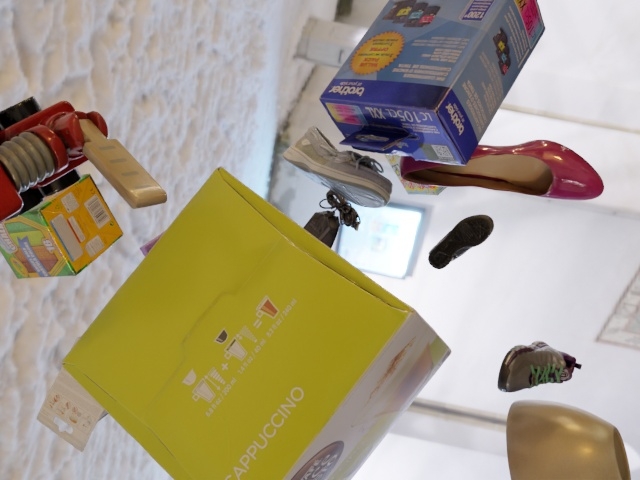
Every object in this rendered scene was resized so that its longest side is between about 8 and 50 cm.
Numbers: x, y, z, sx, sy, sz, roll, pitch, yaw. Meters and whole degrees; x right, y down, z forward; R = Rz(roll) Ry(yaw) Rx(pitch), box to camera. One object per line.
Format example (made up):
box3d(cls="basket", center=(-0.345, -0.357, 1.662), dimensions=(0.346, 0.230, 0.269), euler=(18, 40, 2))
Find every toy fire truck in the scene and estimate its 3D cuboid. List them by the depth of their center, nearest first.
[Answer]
box3d(cls="toy fire truck", center=(-0.313, -0.072, 0.791), dimensions=(0.217, 0.246, 0.158), euler=(-43, 116, -42))

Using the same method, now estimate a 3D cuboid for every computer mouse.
box3d(cls="computer mouse", center=(0.000, 0.000, 1.927), dimensions=(0.272, 0.072, 0.188), euler=(-48, -144, 10))

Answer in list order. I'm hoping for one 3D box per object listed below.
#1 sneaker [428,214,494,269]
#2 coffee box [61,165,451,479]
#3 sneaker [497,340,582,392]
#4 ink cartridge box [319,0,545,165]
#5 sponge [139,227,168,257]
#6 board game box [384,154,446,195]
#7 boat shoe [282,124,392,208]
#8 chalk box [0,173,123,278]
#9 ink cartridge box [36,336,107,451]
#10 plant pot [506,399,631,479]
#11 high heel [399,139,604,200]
box3d(cls="sneaker", center=(0.242, -0.003, 1.233), dimensions=(0.170, 0.051, 0.089), euler=(-43, 175, 39))
box3d(cls="coffee box", center=(-0.068, 0.163, 1.007), dimensions=(0.337, 0.338, 0.334), euler=(-52, 157, -3))
box3d(cls="sneaker", center=(0.419, 0.242, 1.357), dimensions=(0.224, 0.098, 0.083), euler=(-12, 111, -50))
box3d(cls="ink cartridge box", center=(0.187, -0.291, 1.273), dimensions=(0.395, 0.270, 0.151), euler=(-58, 135, -17))
box3d(cls="sponge", center=(-0.320, 0.008, 1.730), dimensions=(0.210, 0.117, 0.031), euler=(-39, -164, -30))
box3d(cls="board game box", center=(0.227, -0.260, 1.733), dimensions=(0.142, 0.275, 0.144), euler=(-40, -162, -16))
box3d(cls="boat shoe", center=(0.038, -0.150, 1.394), dimensions=(0.103, 0.118, 0.320), euler=(-56, -146, -1))
box3d(cls="chalk box", center=(-0.485, -0.021, 1.256), dimensions=(0.132, 0.213, 0.132), euler=(-52, 127, -46))
box3d(cls="ink cartridge box", center=(-0.450, 0.295, 1.379), dimensions=(0.179, 0.145, 0.045), euler=(-65, 151, -5))
box3d(cls="plant pot", center=(0.523, 0.460, 1.471), dimensions=(0.284, 0.191, 0.284), euler=(36, 47, -50))
box3d(cls="high heel", center=(0.339, -0.114, 1.355), dimensions=(0.127, 0.377, 0.181), euler=(92, 20, -45))
